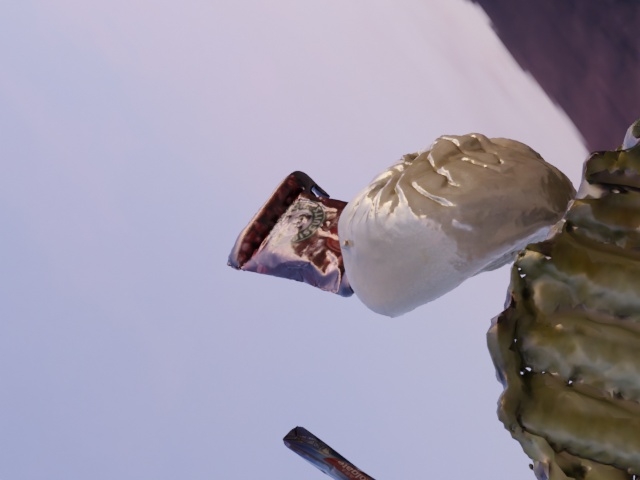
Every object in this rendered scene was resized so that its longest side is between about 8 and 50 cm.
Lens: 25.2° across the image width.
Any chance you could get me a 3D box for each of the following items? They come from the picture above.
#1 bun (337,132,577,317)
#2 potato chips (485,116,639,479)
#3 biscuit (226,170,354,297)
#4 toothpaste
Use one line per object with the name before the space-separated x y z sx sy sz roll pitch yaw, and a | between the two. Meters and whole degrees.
bun | 0.121 -0.026 1.345 0.145 0.229 0.229 64 -164 9
potato chips | 0.325 0.085 0.917 0.429 0.358 0.070 17 159 8
biscuit | 0.004 -0.005 1.686 0.235 0.151 0.063 17 142 44
toothpaste | 0.011 0.158 1.002 0.083 0.019 0.027 36 -148 6
